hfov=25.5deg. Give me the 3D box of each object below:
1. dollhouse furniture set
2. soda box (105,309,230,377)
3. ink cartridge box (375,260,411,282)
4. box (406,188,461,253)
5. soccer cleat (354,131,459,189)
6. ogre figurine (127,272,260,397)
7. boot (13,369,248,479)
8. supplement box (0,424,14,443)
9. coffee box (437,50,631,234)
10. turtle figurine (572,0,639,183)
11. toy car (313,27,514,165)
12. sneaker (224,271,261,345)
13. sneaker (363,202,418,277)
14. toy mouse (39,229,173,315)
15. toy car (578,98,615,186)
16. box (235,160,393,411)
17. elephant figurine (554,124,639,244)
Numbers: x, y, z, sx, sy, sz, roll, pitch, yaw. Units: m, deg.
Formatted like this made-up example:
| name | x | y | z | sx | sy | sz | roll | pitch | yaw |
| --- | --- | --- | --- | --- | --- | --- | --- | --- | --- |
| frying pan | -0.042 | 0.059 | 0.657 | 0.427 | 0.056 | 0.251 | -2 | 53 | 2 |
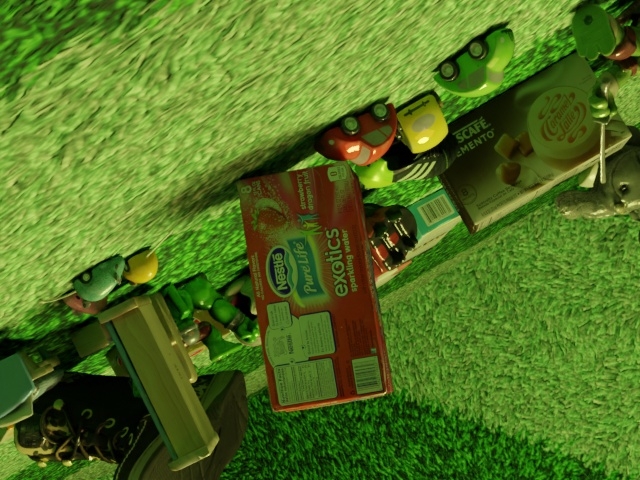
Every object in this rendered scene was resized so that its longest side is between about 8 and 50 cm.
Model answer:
| name | x | y | z | sx | sy | sz | roll | pitch | yaw |
| --- | --- | --- | --- | --- | --- | --- | --- | --- | --- |
| dollhouse furniture set | -0.301 | 0.218 | 1.700 | 0.303 | 0.198 | 0.286 | -25 | 179 | 0 |
| soda box | -0.232 | 0.159 | 2.158 | 0.181 | 0.061 | 0.058 | -25 | 171 | -32 |
| ink cartridge box | 0.061 | 0.073 | 2.671 | 0.198 | 0.067 | 0.115 | -27 | 171 | -32 |
| box | 0.177 | -0.020 | 2.543 | 0.100 | 0.060 | 0.244 | -28 | 172 | -18 |
| soccer cleat | 0.122 | -0.109 | 1.805 | 0.179 | 0.060 | 0.072 | -20 | 166 | -39 |
| ogre figurine | -0.184 | 0.120 | 1.898 | 0.197 | 0.118 | 0.097 | -28 | 176 | -10 |
| boot | -0.277 | 0.269 | 1.900 | 0.284 | 0.138 | 0.377 | 1 | -161 | 15 |
| supplement box | -0.451 | 0.263 | 2.099 | 0.062 | 0.036 | 0.098 | -27 | 171 | -28 |
| coffee box | 0.280 | -0.133 | 1.942 | 0.246 | 0.141 | 0.098 | -29 | 172 | -1 |
| turtle figurine | 0.425 | -0.199 | 1.725 | 0.266 | 0.198 | 0.274 | 17 | 93 | -56 |
| toy car | 0.131 | -0.154 | 1.571 | 0.225 | 0.053 | 0.239 | -35 | 171 | 31 |
| sneaker | -0.104 | 0.100 | 2.175 | 0.111 | 0.103 | 0.252 | -22 | 163 | -26 |
| sneaker | 0.012 | 0.043 | 2.034 | 0.276 | 0.097 | 0.135 | -45 | -140 | -19 |
| toy mouse | -0.246 | 0.055 | 1.576 | 0.143 | 0.031 | 0.161 | -24 | 170 | -39 |
| toy car | 0.392 | -0.176 | 2.167 | 0.182 | 0.159 | 0.136 | 119 | -7 | -69 |
| box | -0.004 | 0.052 | 1.550 | 0.128 | 0.257 | 0.122 | -10 | 173 | 5 |
| elephant figurine | 0.464 | -0.088 | 2.021 | 0.169 | 0.186 | 0.239 | -24 | 137 | 37 |
